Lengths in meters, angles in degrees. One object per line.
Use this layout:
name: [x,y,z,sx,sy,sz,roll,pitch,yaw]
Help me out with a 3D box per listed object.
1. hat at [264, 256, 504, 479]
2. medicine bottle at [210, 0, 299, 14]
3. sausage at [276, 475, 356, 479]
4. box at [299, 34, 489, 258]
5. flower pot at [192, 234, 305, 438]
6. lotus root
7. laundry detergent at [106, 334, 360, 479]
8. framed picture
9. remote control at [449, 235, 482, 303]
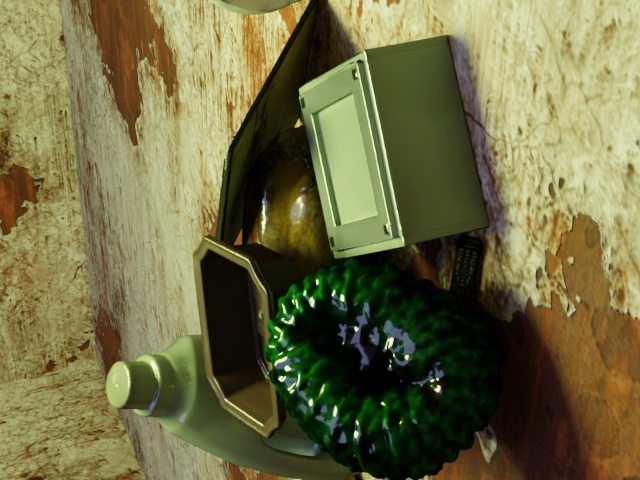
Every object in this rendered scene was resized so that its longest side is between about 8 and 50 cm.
hat: [0.096,0.161,1.515,0.274,0.242,0.332,49,-177,21]
medicine bottle: [-0.140,-0.465,1.740,0.378,0.214,0.213,-131,34,-53]
sausage: [-0.033,0.301,2.049,0.136,0.123,0.500,122,133,-62]
box: [0.077,-0.104,1.497,0.225,0.118,0.224,165,92,-71]
flower pot: [-0.076,0.112,1.604,0.179,0.084,0.250,24,126,50]
lotus root: [-0.011,0.038,1.715,0.196,0.179,0.397,18,121,32]
laundry detergent: [-0.116,0.227,1.811,0.124,0.398,0.264,-47,52,34]
framed picture: [-0.074,-0.149,1.729,0.255,0.014,0.338,103,-171,-50]
remote control: [0.170,0.033,1.466,0.016,0.034,0.091,-59,-20,-51]
